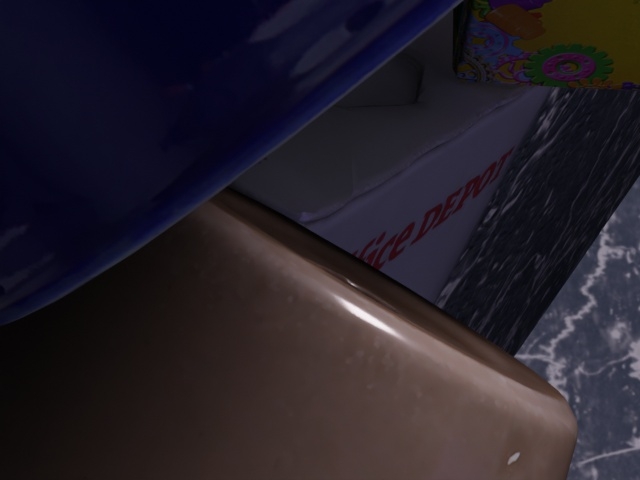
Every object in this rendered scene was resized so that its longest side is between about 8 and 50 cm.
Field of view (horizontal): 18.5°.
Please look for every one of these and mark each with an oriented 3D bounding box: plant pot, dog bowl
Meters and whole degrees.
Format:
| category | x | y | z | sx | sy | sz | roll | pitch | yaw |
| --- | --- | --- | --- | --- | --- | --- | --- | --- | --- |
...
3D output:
| category | x | y | z | sx | sy | sz | roll | pitch | yaw |
| --- | --- | --- | --- | --- | --- | --- | --- | --- | --- |
| plant pot | -0.050 | 0.105 | 0.552 | 0.229 | 0.263 | 0.263 | -60 | 166 | 3 |
| dog bowl | -0.010 | -0.105 | 0.421 | 0.265 | 0.104 | 0.265 | -39 | -169 | 9 |

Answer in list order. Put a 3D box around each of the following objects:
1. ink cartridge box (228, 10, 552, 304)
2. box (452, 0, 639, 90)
| category | x | y | z | sx | sy | sz | roll | pitch | yaw |
| --- | --- | --- | --- | --- | --- | --- | --- | --- | --- |
| ink cartridge box | -0.087 | 0.072 | 0.838 | 0.285 | 0.166 | 0.395 | -34 | 154 | -60 |
| box | 0.145 | -0.244 | 0.696 | 0.290 | 0.177 | 0.279 | 94 | -2 | -64 |
